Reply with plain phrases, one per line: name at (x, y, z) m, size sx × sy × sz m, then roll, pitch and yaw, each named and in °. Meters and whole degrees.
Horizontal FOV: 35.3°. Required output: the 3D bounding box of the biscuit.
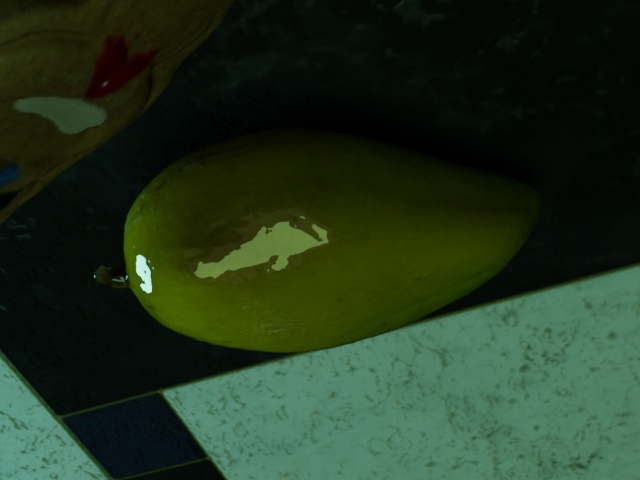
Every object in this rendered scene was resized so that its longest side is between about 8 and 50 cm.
biscuit at (-0.177, -0.076, 0.591) m, size 0.334 × 0.202 × 0.047 m, roll -38°, pitch 79°, yaw 6°

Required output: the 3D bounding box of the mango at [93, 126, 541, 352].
mango at (0.000, 0.000, 0.708) m, size 0.317 × 0.119 × 0.176 m, roll -4°, pitch 129°, yaw -8°
